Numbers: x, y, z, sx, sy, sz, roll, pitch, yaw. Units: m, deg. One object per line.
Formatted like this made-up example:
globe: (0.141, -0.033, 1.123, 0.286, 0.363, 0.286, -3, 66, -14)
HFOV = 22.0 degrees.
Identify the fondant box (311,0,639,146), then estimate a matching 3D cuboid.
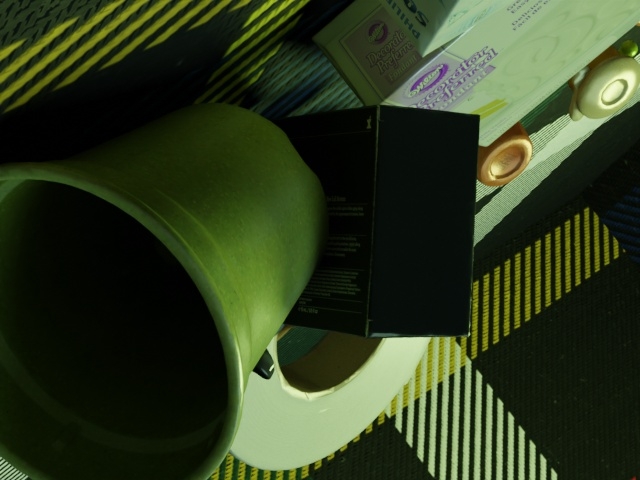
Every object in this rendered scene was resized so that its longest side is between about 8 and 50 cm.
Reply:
fondant box: (0.166, -0.207, 1.525, 0.238, 0.096, 0.330, -40, 162, 17)

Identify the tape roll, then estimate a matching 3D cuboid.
tape roll: (-0.001, 0.062, 1.770, 0.392, 0.072, 0.392, -28, 131, -38)

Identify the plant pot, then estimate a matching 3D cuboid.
plant pot: (-0.125, 0.019, 1.259, 0.276, 0.276, 0.254, -44, -179, 38)

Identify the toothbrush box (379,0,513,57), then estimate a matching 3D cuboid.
toothbrush box: (0.154, -0.282, 1.114, 0.216, 0.126, 0.295, -33, 171, -25)

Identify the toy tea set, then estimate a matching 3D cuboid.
toy tea set: (0.246, -0.205, 1.860, 0.336, 0.124, 0.200, -32, 141, -6)

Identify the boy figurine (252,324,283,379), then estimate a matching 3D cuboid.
boy figurine: (0.000, 0.000, 1.598, 0.285, 0.092, 0.177, -47, 133, -15)

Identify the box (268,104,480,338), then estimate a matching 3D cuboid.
box: (0.027, -0.016, 1.406, 0.103, 0.184, 0.261, 0, -179, -25)

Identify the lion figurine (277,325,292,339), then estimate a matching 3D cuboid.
lion figurine: (-0.109, 0.102, 1.936, 0.392, 0.142, 0.240, -45, -173, -5)
